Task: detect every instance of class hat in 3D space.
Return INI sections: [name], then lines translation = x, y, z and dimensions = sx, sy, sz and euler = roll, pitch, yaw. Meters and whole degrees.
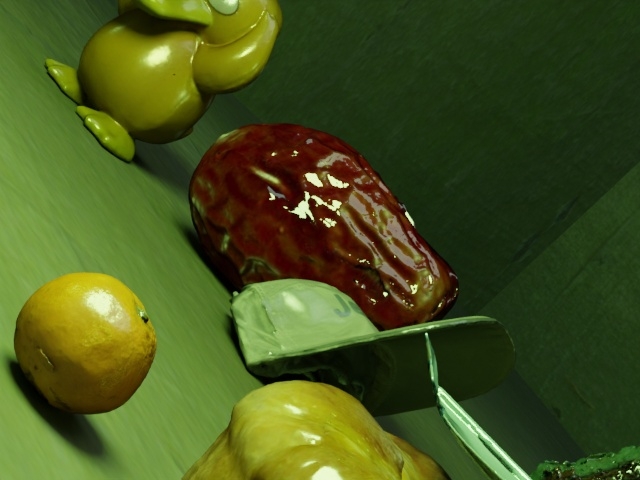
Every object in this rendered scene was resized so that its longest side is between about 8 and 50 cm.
[hat]
translation = 0.043, 0.078, 1.653
dimensions = 0.214, 0.244, 0.149
euler = 41, 28, -58

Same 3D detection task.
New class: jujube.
[jujube]
translation = 0.000, 0.000, 1.818
dimensions = 0.290, 0.197, 0.197
euler = 37, 4, 10

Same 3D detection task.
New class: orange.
[orange]
translation = -0.133, 0.059, 1.028
dimensions = 0.083, 0.083, 0.083
euler = 46, 6, -6

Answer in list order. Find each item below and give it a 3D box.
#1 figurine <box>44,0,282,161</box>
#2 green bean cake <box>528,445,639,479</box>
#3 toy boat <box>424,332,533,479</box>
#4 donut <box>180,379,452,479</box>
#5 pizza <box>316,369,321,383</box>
[figurine]
translation = -0.160, -0.204, 1.926
dimensions = 0.215, 0.228, 0.215
euler = 25, 25, -12
[green bean cake]
translation = 0.258, 0.275, 1.792
dimensions = 0.193, 0.208, 0.107
euler = 47, 2, -21
[toy boat]
translation = 0.156, 0.167, 0.961
dimensions = 0.210, 0.070, 0.291
euler = 44, 2, -34
[donut]
translation = 0.046, 0.208, 0.943
dimensions = 0.317, 0.150, 0.299
euler = 44, 6, -21
[pizza]
translation = 0.020, 0.150, 1.835
dimensions = 0.099, 0.029, 0.100
euler = 53, 5, -21
